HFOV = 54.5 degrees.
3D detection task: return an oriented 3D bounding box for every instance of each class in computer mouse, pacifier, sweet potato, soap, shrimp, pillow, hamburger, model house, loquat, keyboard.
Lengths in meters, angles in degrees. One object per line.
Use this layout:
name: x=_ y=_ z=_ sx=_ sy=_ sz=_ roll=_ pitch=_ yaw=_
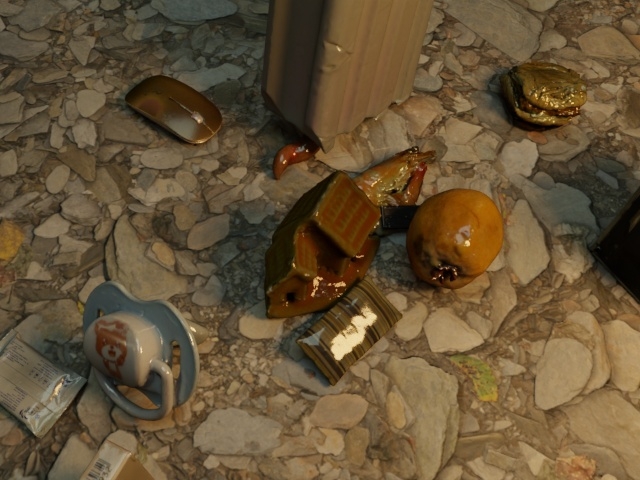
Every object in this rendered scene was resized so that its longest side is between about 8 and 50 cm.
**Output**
computer mouse: x=-0.346 y=-0.313 z=1.459 sx=0.245 sy=0.056 sz=0.126 roll=33 pitch=63 yaw=16
pacifier: x=-0.292 y=0.182 z=1.103 sx=0.279 sy=0.227 sz=0.207 roll=16 pitch=22 yaw=29
sweet potato: x=-0.037 y=-0.213 z=1.410 sx=0.058 sy=0.055 sz=0.202 roll=19 pitch=52 yaw=45
soap: x=0.060 y=-0.459 z=1.318 sx=0.213 sy=0.435 sz=0.350 roll=38 pitch=52 yaw=23
shrimp: x=0.164 y=-0.117 z=1.362 sx=0.294 sy=0.062 sz=0.154 roll=-41 pitch=80 yaw=-22
pillow: x=0.057 y=0.166 z=1.173 sx=0.203 sy=0.038 sz=0.113 roll=-39 pitch=90 yaw=-26
hamburger: x=0.532 y=-0.349 z=1.501 sx=0.183 sy=0.130 sz=0.206 roll=3 pitch=39 yaw=-3
model house: x=0.000 y=0.010 z=1.162 sx=0.173 sy=0.239 sz=0.268 roll=25 pitch=59 yaw=11
loquat: x=0.259 y=-0.005 z=1.213 sx=0.176 sy=0.187 sz=0.234 roll=30 pitch=53 yaw=7
keyboard: x=0.199 y=-0.051 z=1.319 sx=0.155 sy=0.010 sz=0.053 roll=-1 pitch=80 yaw=-18

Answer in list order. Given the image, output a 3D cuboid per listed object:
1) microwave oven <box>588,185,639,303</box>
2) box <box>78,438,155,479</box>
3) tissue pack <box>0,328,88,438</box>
microwave oven: x=0.734 y=-0.041 z=1.163 sx=0.286 sy=0.355 sz=0.218 roll=-26 pitch=63 yaw=-18
box: x=-0.365 y=0.478 z=0.867 sx=0.051 sy=0.204 sz=0.365 roll=23 pitch=59 yaw=11
tissue pack: x=-0.526 y=0.251 z=1.107 sx=0.193 sy=0.026 sz=0.122 roll=29 pitch=61 yaw=15
